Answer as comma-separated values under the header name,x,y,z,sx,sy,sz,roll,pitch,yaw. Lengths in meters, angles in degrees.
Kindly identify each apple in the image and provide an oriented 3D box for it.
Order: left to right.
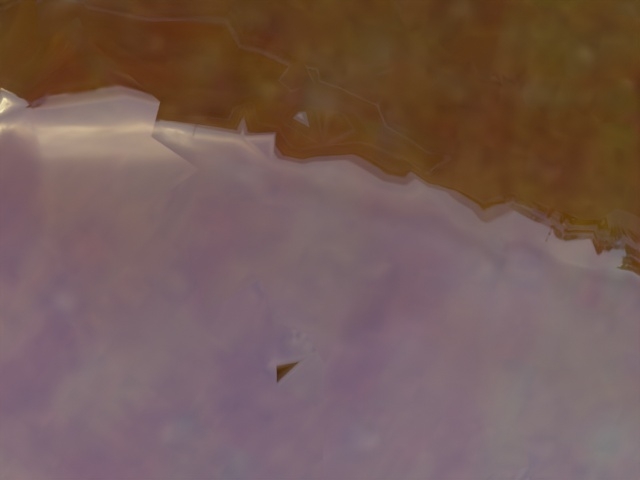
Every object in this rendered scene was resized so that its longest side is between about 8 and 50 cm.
name,x,y,z,sx,sy,sz,roll,pitch,yaw
apple,0.000,0.000,0.555,0.400,0.400,0.333,30,113,-38
